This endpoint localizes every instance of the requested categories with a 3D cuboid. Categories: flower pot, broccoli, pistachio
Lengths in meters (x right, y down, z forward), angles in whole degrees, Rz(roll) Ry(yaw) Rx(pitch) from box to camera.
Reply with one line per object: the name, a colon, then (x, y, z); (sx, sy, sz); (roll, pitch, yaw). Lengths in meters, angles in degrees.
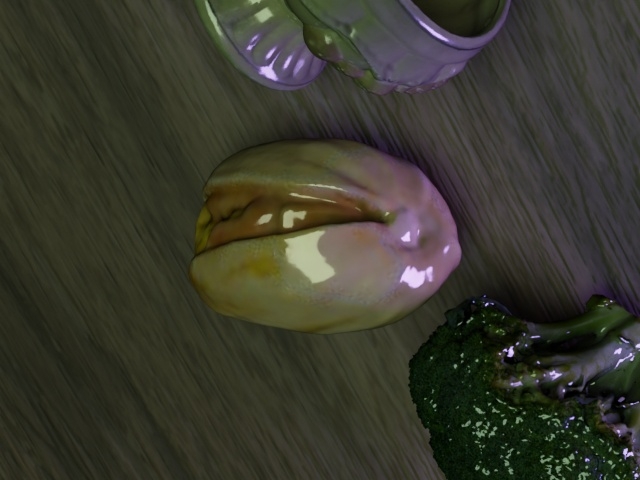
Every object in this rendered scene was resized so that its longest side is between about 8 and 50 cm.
flower pot: (0.023, -0.281, 1.338); (0.244, 0.307, 0.307); (-18, 102, 39)
broccoli: (0.255, 0.198, 1.437); (0.283, 0.304, 0.321); (-40, 66, -16)
pistachio: (0.000, 0.000, 1.476); (0.309, 0.230, 0.229); (-2, 107, 23)
